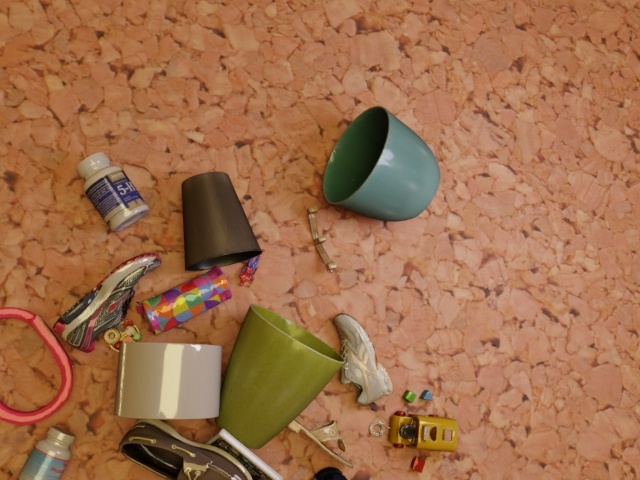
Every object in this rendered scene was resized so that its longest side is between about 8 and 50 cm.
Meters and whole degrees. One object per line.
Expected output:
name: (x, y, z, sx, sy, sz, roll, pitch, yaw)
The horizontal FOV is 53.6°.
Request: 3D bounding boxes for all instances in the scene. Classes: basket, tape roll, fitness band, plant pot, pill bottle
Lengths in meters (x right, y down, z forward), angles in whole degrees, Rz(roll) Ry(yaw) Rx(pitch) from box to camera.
basket: (-0.279, -0.053, 1.658, 0.205, 0.154, 0.226, -14, 79, -11)
tape roll: (-0.358, 0.332, 1.507, 0.246, 0.246, 0.169, 4, 79, -15)
fitness band: (-0.721, 0.295, 1.508, 0.209, 0.054, 0.290, -33, 94, -17)
plant pot: (0.185, -0.186, 1.749, 0.235, 0.293, 0.292, 25, 73, -25)
pill bottle: (-0.535, -0.126, 1.616, 0.112, 0.112, 0.186, -35, 91, -19)
pill bottle: (-0.638, 0.520, 1.474, 0.087, 0.087, 0.160, 27, 74, -9)
plant pot: (-0.132, 0.353, 1.578, 0.275, 0.275, 0.293, 32, 89, -8)

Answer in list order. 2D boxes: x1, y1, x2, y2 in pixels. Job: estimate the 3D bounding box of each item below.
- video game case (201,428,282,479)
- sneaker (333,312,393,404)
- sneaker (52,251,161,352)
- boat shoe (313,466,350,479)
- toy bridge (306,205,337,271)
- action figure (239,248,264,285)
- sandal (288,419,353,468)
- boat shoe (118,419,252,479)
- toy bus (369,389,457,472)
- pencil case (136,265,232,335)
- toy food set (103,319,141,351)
video game case: (-0.206, 0.551, 1.551, 0.190, 0.173, 0.022, 41, 43, -5)
sneaker: (0.091, 0.325, 1.715, 0.121, 0.099, 0.262, -28, 87, -14)
sneaker: (-0.511, 0.144, 1.573, 0.299, 0.121, 0.112, -45, 100, -12)
boat shoe: (0.057, 0.755, 1.585, 0.127, 0.158, 0.340, -11, 82, -17)
toy bridge: (0.000, 0.000, 1.766, 0.026, 0.063, 0.188, -17, 83, -18)
action figure: (-0.189, 0.072, 1.718, 0.038, 0.030, 0.115, 27, 78, -3)
sandal: (0.007, 0.499, 1.658, 0.240, 0.088, 0.079, 34, 78, -2)
boat shoe: (-0.321, 0.533, 1.505, 0.325, 0.096, 0.116, 26, 115, 7)
toy bus: (0.272, 0.519, 1.720, 0.202, 0.104, 0.191, -38, 91, -19)
pencil case: (-0.346, 0.151, 1.623, 0.237, 0.104, 0.104, -24, 86, -19)
toy food set: (-0.498, 0.241, 1.602, 0.083, 0.020, 0.082, 46, 71, -3)
